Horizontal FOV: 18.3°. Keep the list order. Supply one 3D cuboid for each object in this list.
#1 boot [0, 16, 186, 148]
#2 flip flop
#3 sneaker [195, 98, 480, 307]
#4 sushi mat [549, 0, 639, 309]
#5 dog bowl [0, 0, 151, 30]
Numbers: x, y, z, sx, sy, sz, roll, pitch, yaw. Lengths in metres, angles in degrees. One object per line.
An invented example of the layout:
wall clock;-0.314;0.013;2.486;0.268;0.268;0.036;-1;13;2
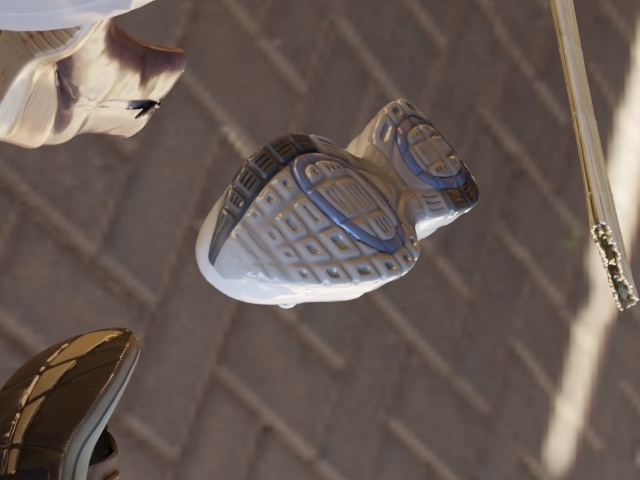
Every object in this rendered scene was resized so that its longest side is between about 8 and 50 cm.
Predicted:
boot;-0.201;-0.184;1.846;0.207;0.248;0.090;-6;54;-51
flip flop;-0.200;0.185;1.506;0.080;0.112;0.277;54;35;-43
sneaker;0.000;0.000;1.244;0.111;0.129;0.297;54;26;8
sushi mat;0.196;-0.118;1.509;0.151;0.019;0.316;55;24;-61
dog bowl;-0.173;-0.309;1.253;0.102;0.349;0.348;54;44;-62
